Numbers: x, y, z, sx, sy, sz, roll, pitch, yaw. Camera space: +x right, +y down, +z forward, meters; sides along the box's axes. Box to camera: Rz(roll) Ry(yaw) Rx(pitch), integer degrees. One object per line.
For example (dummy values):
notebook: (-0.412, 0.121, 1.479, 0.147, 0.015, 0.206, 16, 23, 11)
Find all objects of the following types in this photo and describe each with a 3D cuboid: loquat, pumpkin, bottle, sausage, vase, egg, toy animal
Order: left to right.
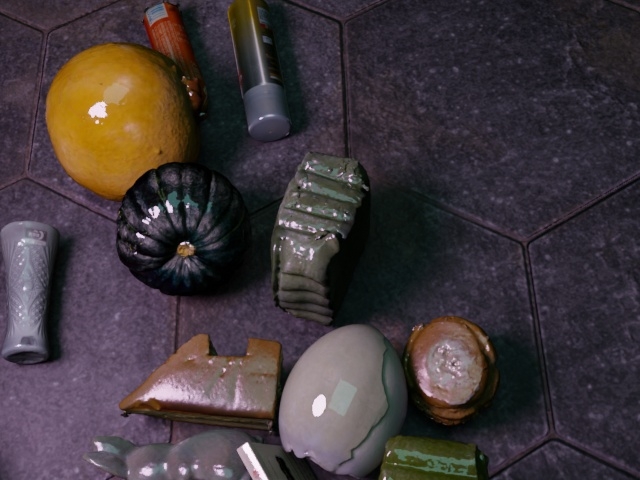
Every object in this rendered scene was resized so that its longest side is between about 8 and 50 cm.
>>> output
vase: (-0.470, 0.086, 1.529, 0.096, 0.096, 0.219, -6, 64, -1)
loquat: (-0.318, -0.205, 1.580, 0.275, 0.275, 0.275, -1, 62, 2)
toy animal: (-0.212, 0.332, 1.376, 0.251, 0.127, 0.125, 5, 100, 8)
sausage: (-0.262, -0.320, 1.750, 0.083, 0.083, 0.264, -17, 64, -7)
pumpkin: (-0.217, -0.017, 1.503, 0.220, 0.220, 0.162, -12, 27, -5)
bottle: (-0.112, -0.315, 1.736, 0.082, 0.082, 0.286, -10, 61, -3)
egg: (0.039, 0.225, 1.376, 0.183, 0.183, 0.217, 20, 80, 12)

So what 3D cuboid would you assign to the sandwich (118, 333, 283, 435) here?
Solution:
sandwich: (-0.173, 0.218, 1.426, 0.235, 0.122, 0.128, 5, 64, 5)

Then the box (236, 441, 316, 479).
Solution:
box: (-0.052, 0.331, 1.339, 0.024, 0.167, 0.090, -39, 64, 10)

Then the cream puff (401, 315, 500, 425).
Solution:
cream puff: (0.198, 0.196, 1.429, 0.150, 0.115, 0.165, 21, 73, 20)

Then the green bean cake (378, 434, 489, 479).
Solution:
green bean cake: (0.139, 0.400, 1.243, 0.156, 0.250, 0.247, 9, 62, 8)

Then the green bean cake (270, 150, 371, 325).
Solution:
green bean cake: (0.000, 0.000, 1.482, 0.125, 0.222, 0.227, 12, 59, 8)
